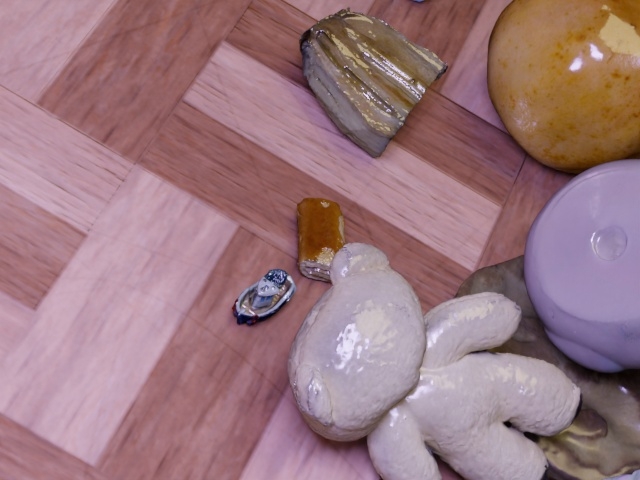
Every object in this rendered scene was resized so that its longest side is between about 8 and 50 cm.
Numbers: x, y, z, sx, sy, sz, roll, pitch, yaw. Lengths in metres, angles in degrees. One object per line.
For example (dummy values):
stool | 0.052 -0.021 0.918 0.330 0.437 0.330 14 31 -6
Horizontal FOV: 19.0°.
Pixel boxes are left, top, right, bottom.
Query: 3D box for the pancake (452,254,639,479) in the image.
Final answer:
pancake | 0.251 0.129 1.820 0.294 0.049 0.294 14 45 -14

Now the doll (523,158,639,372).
doll | 0.321 0.040 1.792 0.251 0.221 0.221 21 32 37

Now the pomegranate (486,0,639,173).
pomegranate | 0.286 -0.183 1.997 0.233 0.233 0.233 16 45 -17

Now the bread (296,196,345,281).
bread | 0.000 0.000 1.802 0.047 0.036 0.083 9 49 -12

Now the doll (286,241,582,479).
doll | 0.091 0.132 1.667 0.278 0.149 0.175 28 57 -20

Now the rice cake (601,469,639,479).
rice cake | 0.253 0.278 1.605 0.037 0.189 0.198 43 43 -32

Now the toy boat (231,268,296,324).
toy boat | -0.052 0.051 1.726 0.038 0.038 0.083 41 43 9

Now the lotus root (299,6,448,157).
lotus root | 0.042 -0.165 1.953 0.144 0.070 0.143 43 50 5
